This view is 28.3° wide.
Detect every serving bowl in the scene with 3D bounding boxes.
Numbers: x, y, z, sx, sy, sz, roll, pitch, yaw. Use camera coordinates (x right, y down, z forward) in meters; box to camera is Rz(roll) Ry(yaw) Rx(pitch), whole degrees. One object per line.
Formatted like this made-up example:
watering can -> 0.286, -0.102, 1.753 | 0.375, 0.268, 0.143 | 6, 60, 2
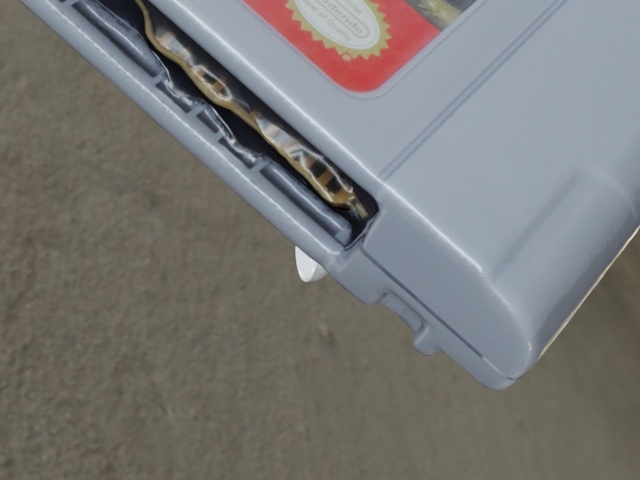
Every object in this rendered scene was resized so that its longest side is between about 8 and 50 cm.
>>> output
serving bowl -> 0.000, 0.000, 1.252 | 0.027, 0.083, 0.083 | 3, 42, -18

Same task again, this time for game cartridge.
game cartridge -> -0.002, -0.115, 0.397 | 0.294, 0.060, 0.196 | 41, 52, 5
